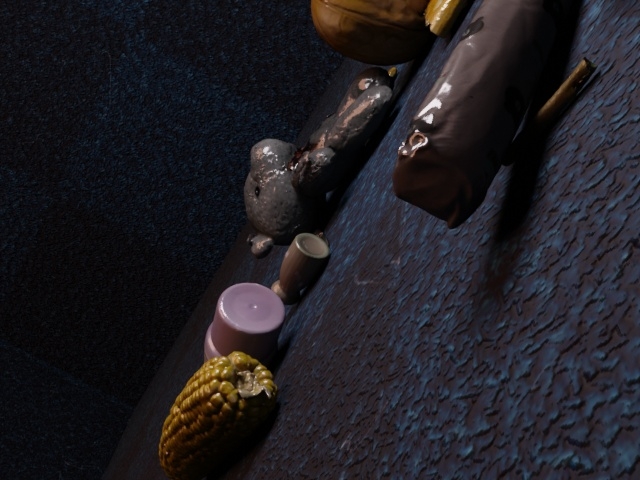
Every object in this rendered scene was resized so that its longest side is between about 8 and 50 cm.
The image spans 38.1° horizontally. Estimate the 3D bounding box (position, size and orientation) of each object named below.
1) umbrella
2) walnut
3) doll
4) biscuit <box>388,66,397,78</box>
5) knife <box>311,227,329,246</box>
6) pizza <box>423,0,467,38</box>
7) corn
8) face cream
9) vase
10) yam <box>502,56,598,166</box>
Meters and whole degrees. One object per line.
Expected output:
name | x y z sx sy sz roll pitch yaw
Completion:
umbrella | 0.140 -0.142 0.722 0.067 0.073 0.337 -42 13 50
walnut | 0.086 -0.354 1.417 0.167 0.207 0.167 -173 90 -72
doll | -0.019 -0.143 1.463 0.340 0.158 0.246 -55 12 30
biscuit | 0.102 -0.257 1.616 0.081 0.018 0.083 -63 9 -15
knife | 0.000 0.000 1.383 0.023 0.010 0.170 -60 9 3
pizza | 0.189 -0.347 1.311 0.178 0.041 0.131 -65 12 -28
corn | -0.134 0.216 1.128 0.310 0.101 0.101 -49 14 53
face cream | -0.120 0.181 1.269 0.154 0.096 0.274 -73 2 -48
vase | -0.031 0.041 1.277 0.101 0.053 0.053 -59 7 35
yam | 0.162 -0.090 0.665 0.107 0.014 0.014 -54 10 42
